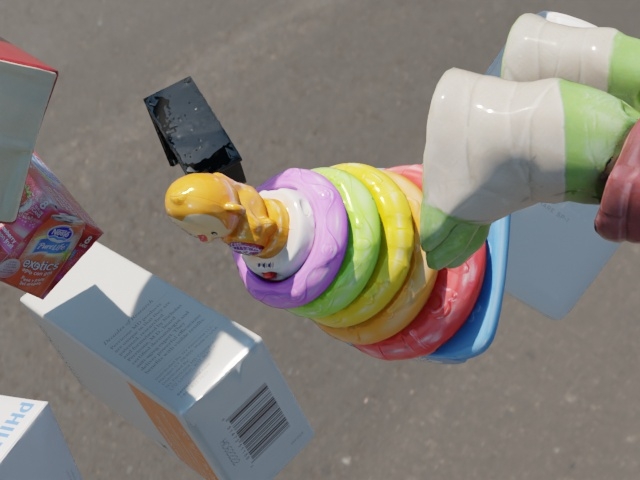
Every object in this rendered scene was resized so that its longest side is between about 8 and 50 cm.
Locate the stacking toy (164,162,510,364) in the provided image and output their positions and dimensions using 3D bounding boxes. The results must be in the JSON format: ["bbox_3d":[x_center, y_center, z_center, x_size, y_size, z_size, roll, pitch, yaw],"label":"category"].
[{"bbox_3d":[0.000,0.000,0.896,0.175,0.166,0.302,3,-7,41],"label":"stacking toy"}]

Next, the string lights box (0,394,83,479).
[{"bbox_3d":[-0.298,0.172,0.847,0.259,0.133,0.077,4,37,24],"label":"string lights box"}]

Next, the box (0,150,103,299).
[{"bbox_3d":[-0.423,-0.059,1.561,0.257,0.128,0.122,45,4,29],"label":"box"}]

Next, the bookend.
[{"bbox_3d":[-0.157,-0.107,1.577,0.072,0.157,0.156,-28,62,-9],"label":"bookend"}]

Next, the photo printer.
[{"bbox_3d":[0.263,-0.088,1.337,0.256,0.307,0.107,30,11,-28],"label":"photo printer"}]

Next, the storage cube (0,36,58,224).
[{"bbox_3d":[-0.424,-0.141,1.264,0.215,0.184,0.193,7,17,-45],"label":"storage cube"}]

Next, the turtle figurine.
[{"bbox_3d":[0.182,0.010,0.402,0.266,0.275,0.198,8,59,24],"label":"turtle figurine"}]

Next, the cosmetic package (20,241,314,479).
[{"bbox_3d":[-0.240,0.189,1.788,0.161,0.230,0.453,-43,41,-21],"label":"cosmetic package"}]
